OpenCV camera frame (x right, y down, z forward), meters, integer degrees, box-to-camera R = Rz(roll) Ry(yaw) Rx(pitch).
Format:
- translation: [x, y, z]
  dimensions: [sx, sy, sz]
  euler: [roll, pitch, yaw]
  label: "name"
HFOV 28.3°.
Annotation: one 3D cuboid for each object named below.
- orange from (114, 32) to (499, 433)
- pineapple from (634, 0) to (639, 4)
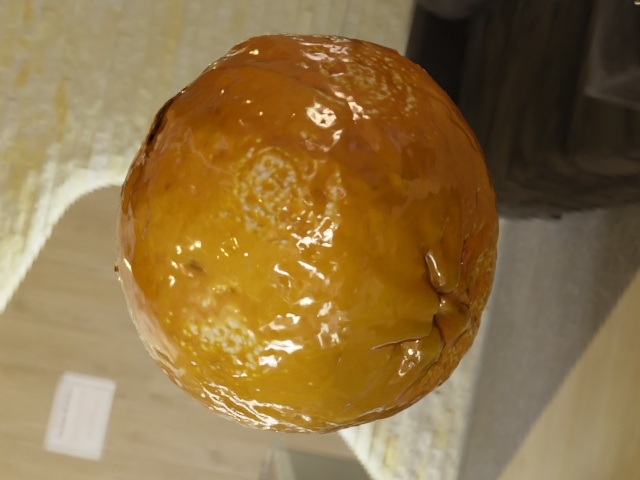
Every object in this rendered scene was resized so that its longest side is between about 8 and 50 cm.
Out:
- translation: [0.000, 0.000, 1.068]
  dimensions: [0.341, 0.293, 0.340]
  euler: [-32, -47, -41]
  label: "orange"
- translation: [0.274, -0.169, 0.791]
  dimensions: [0.119, 0.111, 0.237]
  euler: [-39, -1, -2]
  label: "pineapple"
